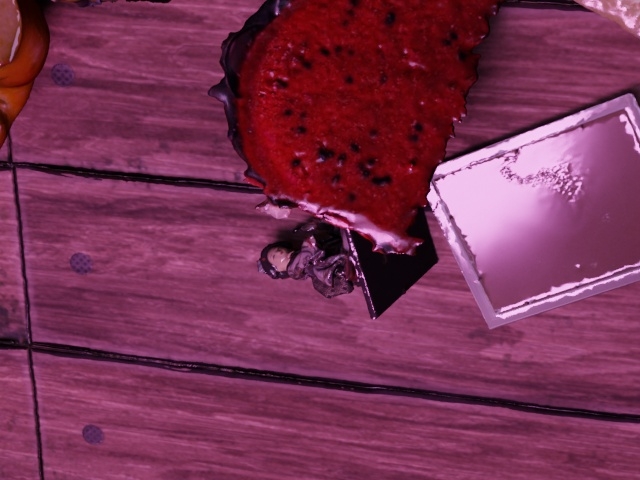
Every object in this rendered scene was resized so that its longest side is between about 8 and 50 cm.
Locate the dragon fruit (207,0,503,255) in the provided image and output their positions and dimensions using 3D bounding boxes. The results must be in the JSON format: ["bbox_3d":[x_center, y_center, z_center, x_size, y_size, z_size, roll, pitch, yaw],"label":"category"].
[{"bbox_3d":[0.031,-0.171,1.774,0.282,0.100,0.343,22,79,4],"label":"dragon fruit"}]

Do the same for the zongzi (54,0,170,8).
[{"bbox_3d":[-0.110,-0.363,1.671,0.360,0.323,0.160,-22,97,21],"label":"zongzi"}]

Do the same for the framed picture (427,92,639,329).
[{"bbox_3d":[0.271,-0.030,1.860,0.273,0.016,0.216,-19,107,24],"label":"framed picture"}]

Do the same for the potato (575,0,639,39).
[{"bbox_3d":[0.302,-0.308,1.678,0.269,0.112,0.255,-29,106,29],"label":"potato"}]

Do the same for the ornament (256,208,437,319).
[{"bbox_3d":[0.000,0.000,1.902,0.196,0.166,0.153,-6,110,36],"label":"ornament"}]

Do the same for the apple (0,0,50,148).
[{"bbox_3d":[-0.503,-0.237,1.867,0.365,0.295,0.329,27,147,3],"label":"apple"}]
